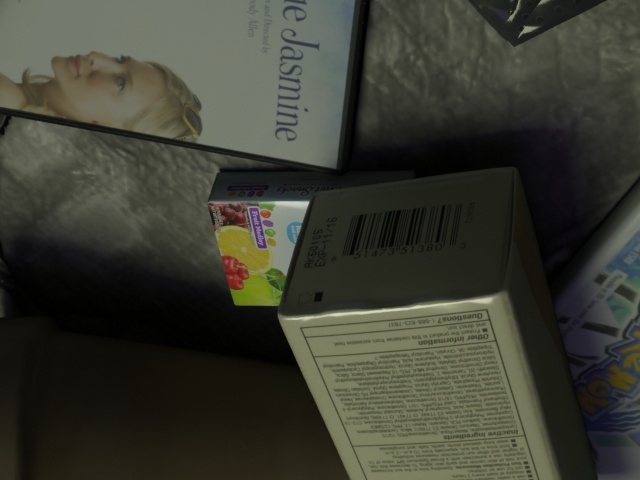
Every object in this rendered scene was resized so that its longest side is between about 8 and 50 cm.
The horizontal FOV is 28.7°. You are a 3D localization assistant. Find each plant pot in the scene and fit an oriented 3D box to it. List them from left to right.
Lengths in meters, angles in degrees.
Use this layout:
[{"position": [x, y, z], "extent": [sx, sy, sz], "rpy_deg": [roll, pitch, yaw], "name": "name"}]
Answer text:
[{"position": [-0.115, 0.204, 0.936], "extent": [0.280, 0.323, 0.323], "rpy_deg": [-6, 131, -2], "name": "plant pot"}]

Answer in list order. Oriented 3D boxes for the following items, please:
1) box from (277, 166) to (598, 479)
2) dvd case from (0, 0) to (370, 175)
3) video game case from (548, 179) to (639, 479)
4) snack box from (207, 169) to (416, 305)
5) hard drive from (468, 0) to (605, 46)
[{"position": [0.094, 0.114, 0.844], "extent": [0.148, 0.121, 0.311], "rpy_deg": [-6, 130, 18], "name": "box"}, {"position": [-0.097, -0.135, 0.789], "extent": [0.253, 0.022, 0.180], "rpy_deg": [10, 132, 5], "name": "dvd case"}, {"position": [0.277, 0.125, 0.914], "extent": [0.300, 0.036, 0.329], "rpy_deg": [25, 132, -8], "name": "video game case"}, {"position": [0.000, 0.000, 0.873], "extent": [0.141, 0.037, 0.100], "rpy_deg": [0, 132, 13], "name": "snack box"}, {"position": [0.097, -0.234, 0.628], "extent": [0.172, 0.054, 0.255], "rpy_deg": [-25, 121, 32], "name": "hard drive"}]
